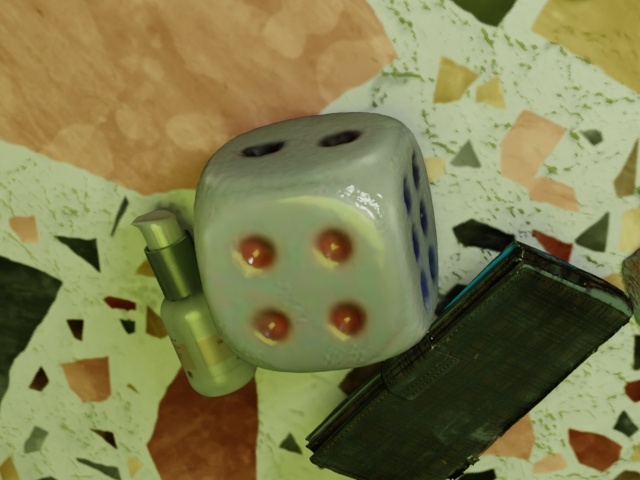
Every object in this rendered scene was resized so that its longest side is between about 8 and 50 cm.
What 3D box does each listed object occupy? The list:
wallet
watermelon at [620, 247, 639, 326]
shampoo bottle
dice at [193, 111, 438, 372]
[{"bbox_3d":[0.141,0.133,1.518,0.169,0.044,0.317,24,123,-32],"label":"wallet"},{"bbox_3d":[0.354,0.042,1.436,0.180,0.081,0.094,6,144,48],"label":"watermelon"},{"bbox_3d":[-0.125,0.059,1.554,0.074,0.074,0.192,-15,109,18],"label":"shampoo bottle"},{"bbox_3d":[0.000,0.000,1.435,0.191,0.194,0.193,-7,111,16],"label":"dice"}]
